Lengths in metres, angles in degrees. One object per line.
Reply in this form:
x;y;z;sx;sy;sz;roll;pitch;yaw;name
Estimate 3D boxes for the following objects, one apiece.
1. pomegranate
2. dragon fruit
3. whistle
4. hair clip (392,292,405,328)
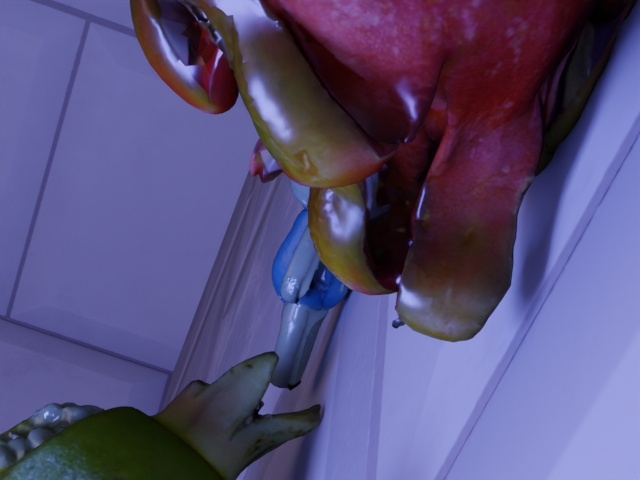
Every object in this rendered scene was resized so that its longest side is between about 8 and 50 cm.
-0.137;0.215;0.898;0.340;0.260;0.260;-43;-1;-15;pomegranate
0.022;-0.134;0.492;0.227;0.243;0.307;-49;-12;-54;dragon fruit
0.000;0.000;0.993;0.114;0.077;0.236;-23;-48;-73;whistle
0.055;-0.016;0.707;0.173;0.049;0.049;-70;4;-45;hair clip
